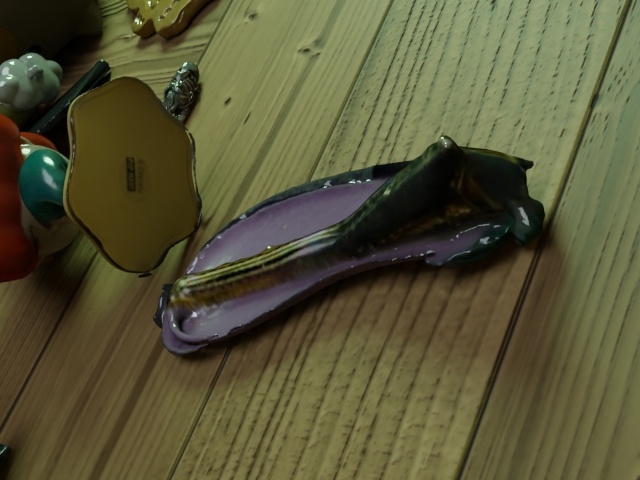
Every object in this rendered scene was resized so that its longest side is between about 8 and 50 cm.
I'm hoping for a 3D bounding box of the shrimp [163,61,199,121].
[{"bbox_3d":[-0.144,-0.137,1.121,0.038,0.029,0.092,23,80,43],"label":"shrimp"}]

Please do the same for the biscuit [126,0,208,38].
[{"bbox_3d":[-0.171,-0.295,1.288,0.133,0.027,0.184,-40,38,13],"label":"biscuit"}]

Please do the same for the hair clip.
[{"bbox_3d":[0.000,-0.002,0.833,0.358,0.095,0.110,-22,78,42],"label":"hair clip"}]

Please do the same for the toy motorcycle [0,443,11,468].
[{"bbox_3d":[-0.341,0.251,0.889,0.106,0.159,0.270,2,42,34],"label":"toy motorcycle"}]

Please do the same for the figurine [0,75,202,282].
[{"bbox_3d":[-0.260,-0.046,1.012,0.257,0.181,0.208,-10,28,39],"label":"figurine"}]

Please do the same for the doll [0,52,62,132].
[{"bbox_3d":[-0.357,-0.161,1.293,0.162,0.062,0.106,-30,6,47],"label":"doll"}]

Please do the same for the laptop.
[{"bbox_3d":[-0.297,-0.132,1.214,0.135,0.016,0.197,-39,16,13],"label":"laptop"}]

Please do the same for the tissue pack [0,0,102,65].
[{"bbox_3d":[-0.457,-0.297,1.382,0.387,0.277,0.267,-39,31,9],"label":"tissue pack"}]
